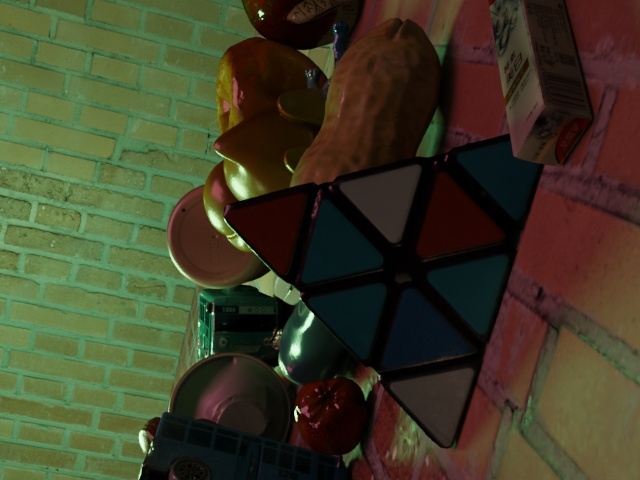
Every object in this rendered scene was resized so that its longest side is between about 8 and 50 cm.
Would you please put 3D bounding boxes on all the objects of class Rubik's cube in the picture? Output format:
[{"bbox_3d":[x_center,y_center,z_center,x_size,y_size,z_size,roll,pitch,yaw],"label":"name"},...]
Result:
[{"bbox_3d":[0.056,0.064,0.843,0.284,0.250,0.234,144,118,-66],"label":"Rubik's cube"}]

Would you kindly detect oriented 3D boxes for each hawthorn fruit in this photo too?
[{"bbox_3d":[0.013,0.198,1.105,0.093,0.093,0.093,-168,90,-78],"label":"hawthorn fruit"}]

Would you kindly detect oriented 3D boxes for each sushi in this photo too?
[{"bbox_3d":[-0.052,0.156,1.570,0.046,0.044,0.083,-57,13,-5],"label":"sushi"}]

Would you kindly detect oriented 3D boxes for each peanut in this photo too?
[{"bbox_3d":[0.052,-0.109,1.065,0.130,0.130,0.290,141,151,-72],"label":"peanut"}]

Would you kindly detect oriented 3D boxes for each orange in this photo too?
[{"bbox_3d":[-0.077,-0.214,1.670,0.249,0.183,0.249,178,90,-77],"label":"orange"}]

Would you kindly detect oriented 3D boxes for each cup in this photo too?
[{"bbox_3d":[-0.137,0.296,1.561,0.264,0.182,0.226,121,128,-77],"label":"cup"}]

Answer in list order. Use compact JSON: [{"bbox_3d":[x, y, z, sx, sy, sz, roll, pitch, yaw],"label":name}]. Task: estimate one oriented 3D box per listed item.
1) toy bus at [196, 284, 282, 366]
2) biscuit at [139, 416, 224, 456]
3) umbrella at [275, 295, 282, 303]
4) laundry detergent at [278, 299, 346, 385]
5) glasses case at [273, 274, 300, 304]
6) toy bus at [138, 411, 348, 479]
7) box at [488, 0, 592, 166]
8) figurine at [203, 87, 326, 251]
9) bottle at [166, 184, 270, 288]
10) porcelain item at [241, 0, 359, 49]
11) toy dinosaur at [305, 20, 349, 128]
[{"bbox_3d":[-0.148,0.150,1.745,0.256,0.128,0.147,179,91,-78],"label":"toy bus"},{"bbox_3d":[-0.179,0.387,1.415,0.064,0.283,0.432,-32,-18,-33],"label":"biscuit"},{"bbox_3d":[-0.072,0.093,1.757,0.031,0.020,0.083,117,156,-53],"label":"umbrella"},{"bbox_3d":[0.011,0.092,1.192,0.290,0.094,0.143,111,171,-51],"label":"laundry detergent"},{"bbox_3d":[0.000,0.000,1.325,0.113,0.075,0.297,-61,2,-27],"label":"glasses case"},{"bbox_3d":[-0.083,0.284,1.099,0.133,0.233,0.116,-85,11,-66],"label":"toy bus"},{"bbox_3d":[0.171,-0.153,0.792,0.055,0.039,0.218,112,165,-45],"label":"box"},{"bbox_3d":[-0.074,-0.098,1.437,0.228,0.215,0.215,93,-177,-62],"label":"figurine"},{"bbox_3d":[-0.159,-0.002,1.720,0.206,0.173,0.297,-37,-3,8],"label":"bottle"},{"bbox_3d":[-0.014,-0.452,1.674,0.253,0.252,0.253,-168,90,-78],"label":"porcelain item"},{"bbox_3d":[0.033,-0.224,1.446,0.329,0.076,0.144,154,117,-64],"label":"toy dinosaur"}]
